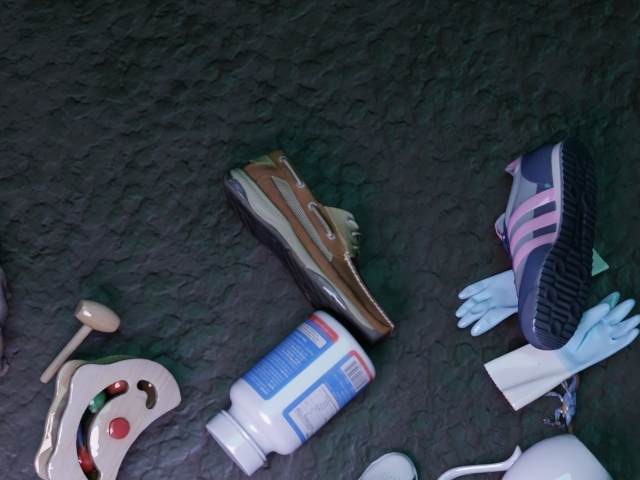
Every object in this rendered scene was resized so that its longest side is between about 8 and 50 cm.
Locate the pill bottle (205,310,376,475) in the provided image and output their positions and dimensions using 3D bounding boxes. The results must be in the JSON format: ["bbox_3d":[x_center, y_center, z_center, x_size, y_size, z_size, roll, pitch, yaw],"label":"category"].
[{"bbox_3d":[-0.044,0.208,1.901,0.221,0.124,0.124,-40,79,-12],"label":"pill bottle"}]

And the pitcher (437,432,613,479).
[{"bbox_3d":[0.267,0.335,1.883,0.207,0.125,0.178,-40,63,0],"label":"pitcher"}]

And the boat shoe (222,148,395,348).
[{"bbox_3d":[0.000,0.000,1.965,0.120,0.122,0.324,-38,79,-14],"label":"boat shoe"}]

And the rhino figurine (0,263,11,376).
[{"bbox_3d":[-0.465,0.061,1.942,0.073,0.106,0.243,-4,74,-3],"label":"rhino figurine"}]

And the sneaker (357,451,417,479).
[{"bbox_3d":[0.067,0.358,1.830,0.094,0.153,0.235,35,62,10],"label":"sneaker"}]

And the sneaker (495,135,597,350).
[{"bbox_3d":[0.300,0.012,1.960,0.112,0.131,0.319,35,56,-35],"label":"sneaker"}]

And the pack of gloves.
[{"bbox_3d":[0.314,0.096,1.956,0.232,0.046,0.195,-29,61,-9],"label":"pack of gloves"}]

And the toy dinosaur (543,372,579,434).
[{"bbox_3d":[0.342,0.223,1.961,0.090,0.047,0.082,47,66,-23],"label":"toy dinosaur"}]

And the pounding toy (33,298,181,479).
[{"bbox_3d":[-0.294,0.226,1.920,0.154,0.155,0.270,18,83,-26],"label":"pounding toy"}]
